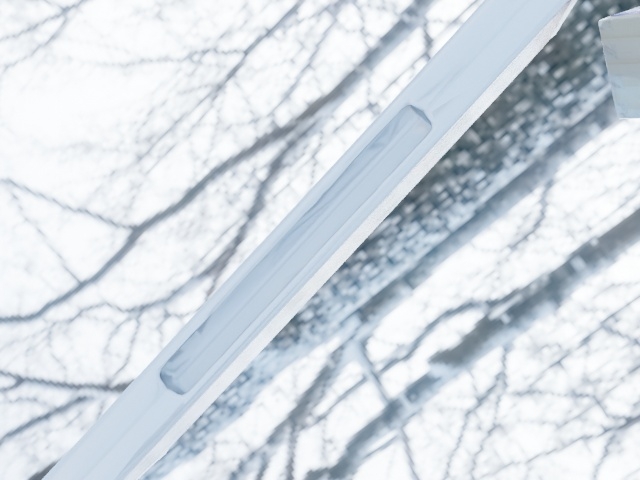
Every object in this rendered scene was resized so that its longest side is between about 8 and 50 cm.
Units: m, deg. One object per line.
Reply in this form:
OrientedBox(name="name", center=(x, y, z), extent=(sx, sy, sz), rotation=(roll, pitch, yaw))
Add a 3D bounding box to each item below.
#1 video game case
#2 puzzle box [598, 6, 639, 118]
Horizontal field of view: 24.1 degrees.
OrientedBox(name="video game case", center=(0.000, 0.000, 0.633), extent=(0.025, 0.285, 0.204), rotation=(43, -175, 3))
OrientedBox(name="puzzle box", center=(0.367, -0.135, 0.685), extent=(0.409, 0.272, 0.052), rotation=(-21, -77, -30))
